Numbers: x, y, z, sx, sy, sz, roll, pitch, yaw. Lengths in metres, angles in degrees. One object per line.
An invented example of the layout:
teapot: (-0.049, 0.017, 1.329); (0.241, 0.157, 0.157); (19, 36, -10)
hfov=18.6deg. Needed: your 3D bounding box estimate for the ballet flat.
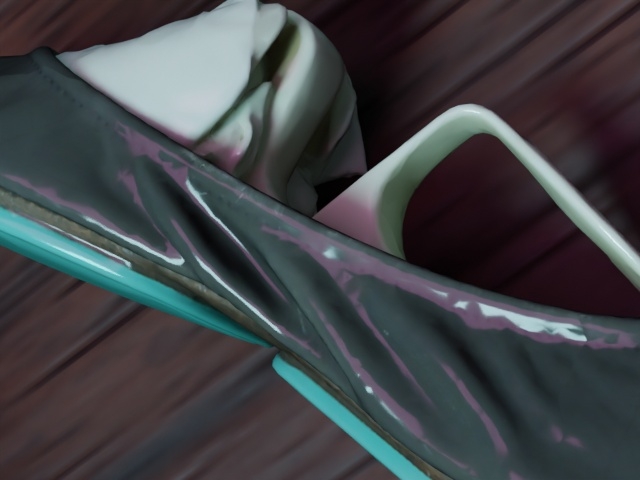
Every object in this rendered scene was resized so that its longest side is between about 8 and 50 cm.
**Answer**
ballet flat: (0.000, 0.000, 0.502); (0.280, 0.095, 0.096); (29, 86, 23)
